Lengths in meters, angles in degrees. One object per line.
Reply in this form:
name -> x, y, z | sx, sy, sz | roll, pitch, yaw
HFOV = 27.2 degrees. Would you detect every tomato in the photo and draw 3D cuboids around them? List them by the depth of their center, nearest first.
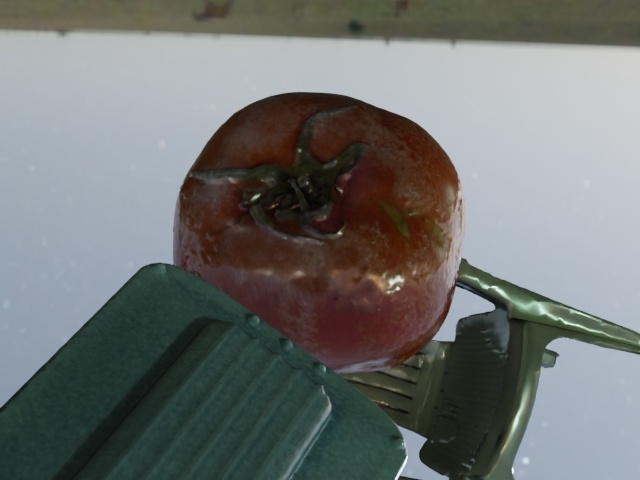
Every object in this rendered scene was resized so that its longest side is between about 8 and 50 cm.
tomato -> 0.001, -0.003, 1.024 | 0.232, 0.232, 0.188 | 4, 149, 9

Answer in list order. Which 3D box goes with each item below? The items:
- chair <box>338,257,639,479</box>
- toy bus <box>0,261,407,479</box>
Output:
chair -> 0.116, 0.133, 1.146 | 0.275, 0.203, 0.191 | 23, 169, -27
toy bus -> -0.107, 0.170, 0.529 | 0.152, 0.190, 0.312 | 35, -143, 3
